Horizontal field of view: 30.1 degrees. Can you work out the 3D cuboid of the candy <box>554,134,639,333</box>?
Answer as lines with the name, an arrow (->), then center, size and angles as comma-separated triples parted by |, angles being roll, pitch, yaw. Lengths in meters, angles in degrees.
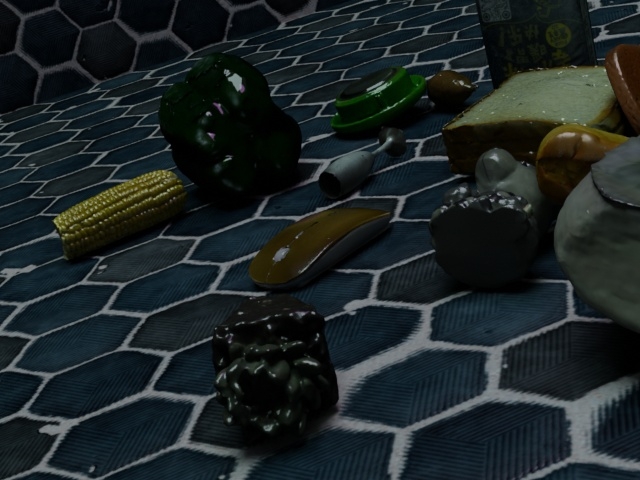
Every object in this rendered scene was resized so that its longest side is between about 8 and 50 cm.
candy -> 0.460, -0.010, 1.238 | 0.386, 0.186, 0.427 | 11, 31, 37

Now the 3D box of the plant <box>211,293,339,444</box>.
plant -> -0.050, 0.135, 1.314 | 0.132, 0.129, 0.194 | -14, 17, 3

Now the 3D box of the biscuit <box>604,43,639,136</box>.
biscuit -> 0.524, -0.221, 1.859 | 0.192, 0.186, 0.036 | -2, -27, -40

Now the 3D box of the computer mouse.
computer mouse -> 0.000, 0.000, 1.752 | 0.126, 0.056, 0.245 | 5, 30, 46

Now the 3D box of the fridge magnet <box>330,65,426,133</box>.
fridge magnet -> 0.111, -0.277, 2.349 | 0.208, 0.088, 0.208 | -26, 18, 9

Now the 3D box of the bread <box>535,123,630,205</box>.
bread -> 0.391, -0.077, 1.503 | 0.246, 0.102, 0.094 | 16, 19, 3

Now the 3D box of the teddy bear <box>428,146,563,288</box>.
teddy bear -> 0.221, -0.037, 1.563 | 0.171, 0.144, 0.251 | -20, 13, 27

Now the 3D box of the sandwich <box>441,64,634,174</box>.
sandwich -> 0.381, -0.198, 1.936 | 0.271, 0.099, 0.301 | 6, 27, 31

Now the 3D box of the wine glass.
wine glass -> 0.070, -0.133, 2.048 | 0.066, 0.066, 0.198 | 2, 28, 41

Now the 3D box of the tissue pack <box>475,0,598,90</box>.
tissue pack -> 0.384, -0.351, 2.104 | 0.185, 0.257, 0.081 | -3, 25, 27

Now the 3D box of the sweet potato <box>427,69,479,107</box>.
sweet potato -> 0.242, -0.300, 2.350 | 0.075, 0.074, 0.269 | -18, 11, -7

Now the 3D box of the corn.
corn -> -0.351, -0.049, 2.087 | 0.244, 0.093, 0.093 | -26, 22, -25

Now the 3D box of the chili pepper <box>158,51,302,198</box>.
chili pepper -> -0.162, -0.196, 2.154 | 0.233, 0.248, 0.257 | -42, 25, -2
